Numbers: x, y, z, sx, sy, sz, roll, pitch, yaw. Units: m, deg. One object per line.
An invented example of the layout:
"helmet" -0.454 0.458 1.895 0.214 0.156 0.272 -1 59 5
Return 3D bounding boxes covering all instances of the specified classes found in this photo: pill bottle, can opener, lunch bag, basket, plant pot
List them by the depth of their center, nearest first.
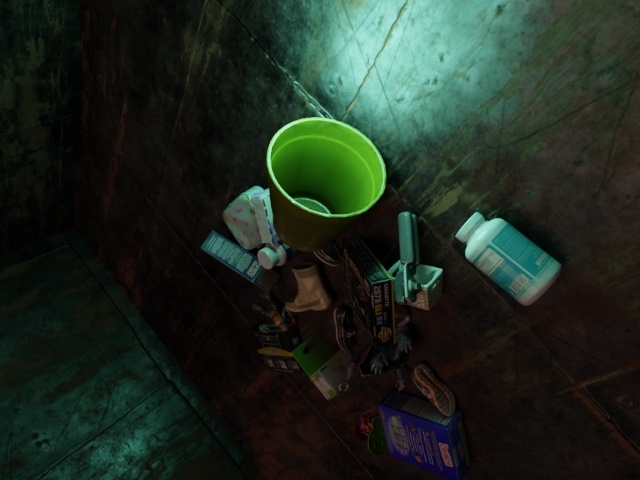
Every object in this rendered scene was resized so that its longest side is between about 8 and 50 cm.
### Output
"pill bottle" 0.498 0.040 1.274 0.264 0.146 0.146 43 138 16
"can opener" 0.258 0.057 1.471 0.095 0.076 0.284 -12 73 36
"plant pot" -0.019 -0.142 1.548 0.366 0.366 0.353 47 150 12
"basket" 0.310 0.147 1.558 0.167 0.113 0.103 13 127 39
"pill bottle" -0.157 0.037 1.890 0.112 0.186 0.112 25 131 33
"lunch bag" -0.286 -0.087 1.999 0.224 0.108 0.279 53 142 -4

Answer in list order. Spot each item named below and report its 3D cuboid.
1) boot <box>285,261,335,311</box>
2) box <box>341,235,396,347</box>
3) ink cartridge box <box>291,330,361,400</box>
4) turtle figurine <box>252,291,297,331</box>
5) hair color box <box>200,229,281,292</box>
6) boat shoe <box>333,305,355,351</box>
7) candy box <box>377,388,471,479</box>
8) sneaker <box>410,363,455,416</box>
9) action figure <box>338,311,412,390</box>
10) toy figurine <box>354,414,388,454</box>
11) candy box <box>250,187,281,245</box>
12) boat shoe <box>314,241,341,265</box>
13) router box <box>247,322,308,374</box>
"boot" -0.077 0.195 1.982 0.261 0.095 0.204 -10 108 46
"box" 0.161 0.168 1.616 0.322 0.079 0.257 -121 23 -61
"ink cartridge box" 0.028 0.516 2.012 0.255 0.188 0.097 49 140 9
"turtle figurine" -0.211 0.352 2.186 0.234 0.175 0.118 44 176 31
"hair color box" -0.361 0.095 2.136 0.347 0.105 0.174 29 171 29
"boat shoe" 0.107 0.370 1.930 0.065 0.075 0.206 3 112 47
"candy box" 0.405 0.759 1.848 0.317 0.122 0.268 5 117 44
"sneaker" 0.415 0.555 1.747 0.215 0.084 0.083 54 150 12
"action figure" 0.197 0.434 1.795 0.370 0.247 0.276 114 155 -72
"toy figurine" 0.213 0.852 2.122 0.159 0.130 0.173 -5 90 56
"candy box" -0.170 -0.106 1.827 0.070 0.164 0.196 9 120 39
"boat shoe" 0.000 0.000 1.791 0.228 0.081 0.069 47 143 15
"router box" -0.200 0.530 2.331 0.308 0.081 0.243 -9 108 47
